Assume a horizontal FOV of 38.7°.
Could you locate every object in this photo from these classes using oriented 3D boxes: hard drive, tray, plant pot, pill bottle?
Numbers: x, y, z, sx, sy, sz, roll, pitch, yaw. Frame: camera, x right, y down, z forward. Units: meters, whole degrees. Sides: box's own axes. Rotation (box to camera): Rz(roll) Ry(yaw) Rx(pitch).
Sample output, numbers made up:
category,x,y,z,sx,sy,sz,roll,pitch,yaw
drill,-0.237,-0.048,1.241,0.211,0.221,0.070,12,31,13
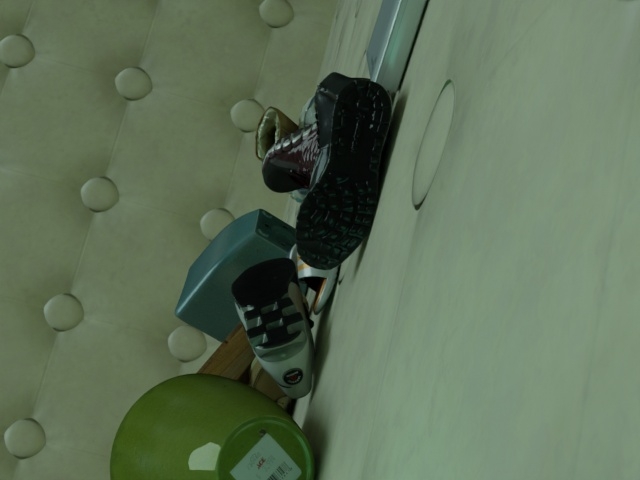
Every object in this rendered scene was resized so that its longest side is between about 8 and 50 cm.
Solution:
category,x,y,z,sx,sy,sz,roll,pitch,yaw
hard drive,0.146,-0.429,1.411,0.233,0.047,0.353,-88,14,-66
tray,-0.182,0.333,1.817,0.203,0.076,0.411,-49,-19,-30
plant pot,-0.127,0.316,1.285,0.293,0.274,0.275,-24,50,62
plant pot,-0.147,0.079,2.059,0.252,0.247,0.248,-55,13,21
pill bottle,-0.028,0.042,1.740,0.137,0.078,0.078,134,151,-78

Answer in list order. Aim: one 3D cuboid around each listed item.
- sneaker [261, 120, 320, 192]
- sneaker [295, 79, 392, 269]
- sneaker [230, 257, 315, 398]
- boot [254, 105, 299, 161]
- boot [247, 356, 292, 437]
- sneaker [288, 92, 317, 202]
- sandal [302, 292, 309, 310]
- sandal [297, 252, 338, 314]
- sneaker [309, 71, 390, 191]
category,x,y,z,sx,sy,sz,roll,pitch,yaw
sneaker,-0.015,-0.112,1.585,0.281,0.106,0.163,-34,45,45
sneaker,0.049,-0.091,1.355,0.124,0.107,0.283,-14,-57,-79
sneaker,-0.075,0.149,1.568,0.330,0.122,0.146,-102,-5,-62
boot,-0.058,-0.269,2.219,0.269,0.089,0.236,26,-117,-62
boot,-0.103,0.337,1.622,0.203,0.095,0.262,-84,12,-52
sneaker,0.010,-0.225,2.102,0.122,0.110,0.283,-21,54,61
sandal,-0.062,0.131,1.820,0.240,0.088,0.079,-69,-4,-82
sandal,-0.002,0.003,1.589,0.102,0.076,0.265,116,168,-64
sneaker,0.023,-0.160,1.473,0.118,0.083,0.222,27,92,45
